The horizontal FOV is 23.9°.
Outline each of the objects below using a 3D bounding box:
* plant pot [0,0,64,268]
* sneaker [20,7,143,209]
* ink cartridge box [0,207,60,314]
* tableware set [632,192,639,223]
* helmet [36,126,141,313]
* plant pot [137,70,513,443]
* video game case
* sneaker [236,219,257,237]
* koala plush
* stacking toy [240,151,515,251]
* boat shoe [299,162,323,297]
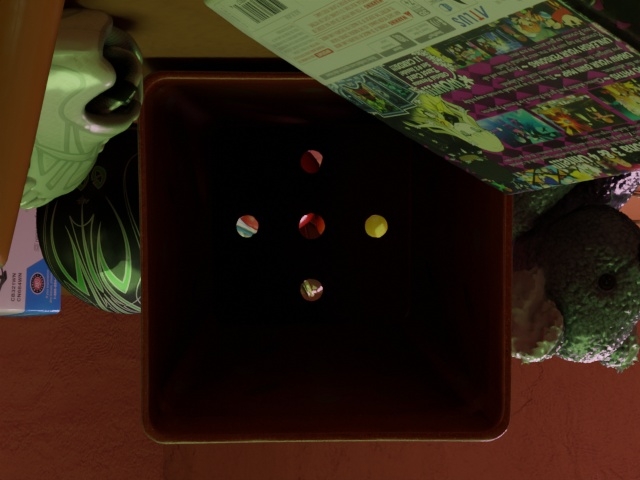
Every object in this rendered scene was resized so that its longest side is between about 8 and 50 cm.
[{"bbox_3d":[-0.177,-0.083,0.544,0.205,0.188,0.205,0,174,0],"label":"plant pot"},{"bbox_3d":[-0.168,-0.087,0.986,0.118,0.110,0.292,-9,175,0],"label":"sneaker"},{"bbox_3d":[-0.387,0.006,1.630,0.203,0.148,0.086,4,174,-43],"label":"ink cartridge box"},{"bbox_3d":[0.466,-0.045,1.775,0.128,0.039,0.194,-11,-171,-44],"label":"tableware set"},{"bbox_3d":[-0.177,-0.015,1.372,0.169,0.161,0.169,0,174,0],"label":"helmet"},{"bbox_3d":[0.000,0.000,1.191,0.267,0.267,0.236,0,-173,-2],"label":"plant pot"},{"bbox_3d":[0.076,-0.097,0.724,0.210,0.042,0.232,31,164,-19],"label":"video game case"},{"bbox_3d":[-0.108,-0.052,1.575,0.191,0.071,0.083,14,129,-12],"label":"sneaker"},{"bbox_3d":[0.205,-0.004,1.212,0.203,0.221,0.196,-5,173,38],"label":"koala plush"},{"bbox_3d":[0.079,-0.042,1.412,0.330,0.141,0.141,8,173,-8],"label":"stacking toy"},{"bbox_3d":[-0.013,-0.020,1.477,0.060,0.178,0.064,-18,133,4],"label":"boat shoe"}]
